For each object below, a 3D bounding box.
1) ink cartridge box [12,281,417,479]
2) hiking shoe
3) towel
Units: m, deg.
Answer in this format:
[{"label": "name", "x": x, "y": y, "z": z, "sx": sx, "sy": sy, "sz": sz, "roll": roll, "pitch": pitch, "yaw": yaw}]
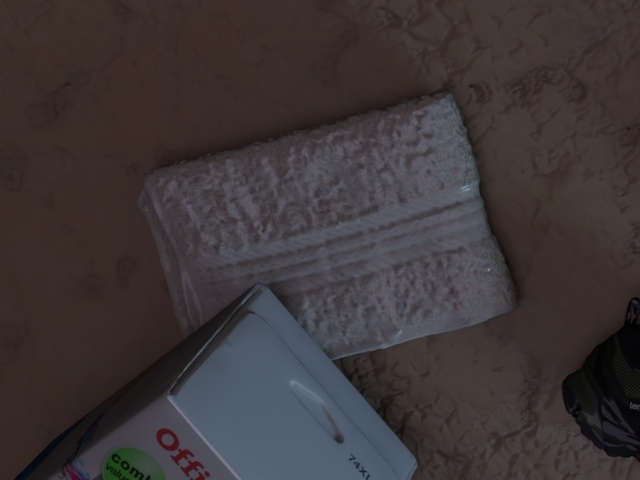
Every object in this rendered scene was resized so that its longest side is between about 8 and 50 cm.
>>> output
[{"label": "ink cartridge box", "x": -0.104, "y": 0.208, "z": 1.433, "sx": 0.270, "sy": 0.197, "sz": 0.198, "roll": -38, "pitch": 96, "yaw": 30}, {"label": "hiking shoe", "x": 0.294, "y": 0.145, "z": 1.373, "sx": 0.227, "sy": 0.086, "sz": 0.114, "roll": 37, "pitch": 114, "yaw": 9}, {"label": "towel", "x": 0.000, "y": 0.000, "z": 1.462, "sx": 0.282, "sy": 0.049, "sz": 0.187, "roll": -15, "pitch": 97, "yaw": 21}]
